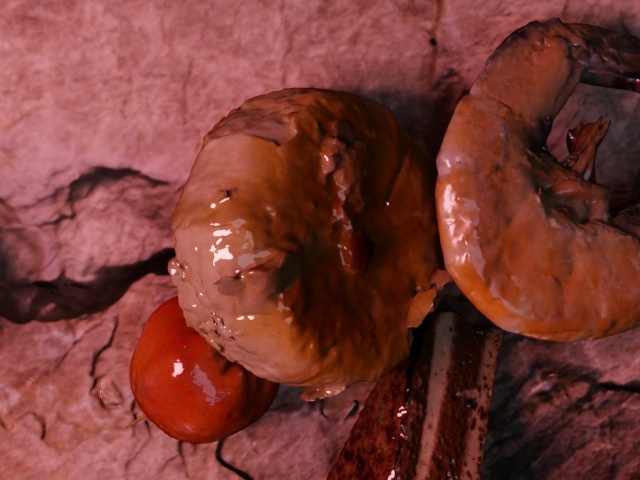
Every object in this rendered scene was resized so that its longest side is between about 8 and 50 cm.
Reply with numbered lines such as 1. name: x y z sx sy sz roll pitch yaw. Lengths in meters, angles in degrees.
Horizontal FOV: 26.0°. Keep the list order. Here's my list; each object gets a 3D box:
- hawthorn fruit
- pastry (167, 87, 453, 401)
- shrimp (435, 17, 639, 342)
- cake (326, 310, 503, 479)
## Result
1. hawthorn fruit: -0.099 0.110 1.162 0.125 0.125 0.140 0 149 -16
2. pastry: 0.002 -0.005 1.109 0.257 0.120 0.236 -43 118 -30
3. shrimp: 0.283 -0.061 1.208 0.445 0.085 0.272 -8 89 -28
4. cake: 0.075 0.191 1.274 0.112 0.135 0.246 18 73 -32
